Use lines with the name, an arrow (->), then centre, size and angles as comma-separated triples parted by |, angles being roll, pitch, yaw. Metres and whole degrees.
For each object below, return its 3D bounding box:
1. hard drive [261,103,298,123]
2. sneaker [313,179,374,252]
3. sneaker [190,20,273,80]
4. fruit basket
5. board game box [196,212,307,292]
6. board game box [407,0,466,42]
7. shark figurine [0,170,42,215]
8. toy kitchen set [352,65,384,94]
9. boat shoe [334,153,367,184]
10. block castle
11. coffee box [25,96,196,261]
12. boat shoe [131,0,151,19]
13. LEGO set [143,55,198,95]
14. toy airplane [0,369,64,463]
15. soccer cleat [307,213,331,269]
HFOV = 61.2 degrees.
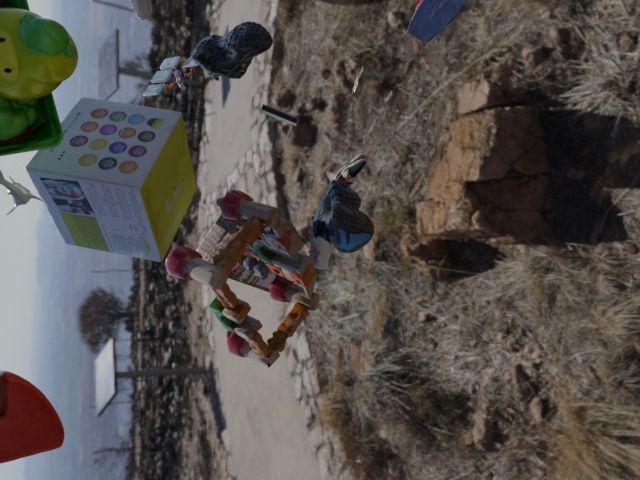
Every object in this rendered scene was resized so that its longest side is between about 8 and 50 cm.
hard drive -> -0.145, -0.450, 1.949 | 0.094, 0.135, 0.022 | -112, 43, -83
sneaker -> 0.051, -0.036, 1.426 | 0.140, 0.125, 0.341 | -56, 14, 20
sneaker -> -0.237, -0.531, 1.546 | 0.286, 0.130, 0.109 | 3, 58, 38
fruit basket -> -0.659, -0.353, 1.080 | 0.392, 0.282, 0.393 | 31, 130, 45
board game box -> -0.224, 0.018, 1.821 | 0.141, 0.291, 0.232 | 38, 94, 34
board game box -> 0.211, -0.436, 0.993 | 0.033, 0.168, 0.133 | 50, 117, 15
shark figurine -> -1.004, -0.139, 1.759 | 0.116, 0.166, 0.278 | -55, 9, -12
toy kitchen set -> 0.148, -0.484, 1.697 | 0.068, 0.075, 0.083 | -83, 15, -47
boat shoe -> 0.094, -0.212, 1.699 | 0.137, 0.049, 0.043 | -43, 29, 16
block castle -> -0.203, 0.106, 1.496 | 0.212, 0.303, 0.453 | 18, 147, 34
coffee box -> -0.607, -0.186, 1.664 | 0.338, 0.334, 0.338 | 94, -173, -51
boat shoe -> -0.386, -0.573, 1.188 | 0.184, 0.063, 0.066 | 96, 174, -46
LEGO set -> -0.489, -0.577, 1.839 | 0.244, 0.060, 0.183 | 5, 60, 31
toy airplane -> -0.511, 0.145, 0.575 | 0.384, 0.385, 0.273 | 90, -167, -70
soccer cleat -> 0.000, 0.000, 1.711 | 0.068, 0.076, 0.196 | -17, 57, 35
